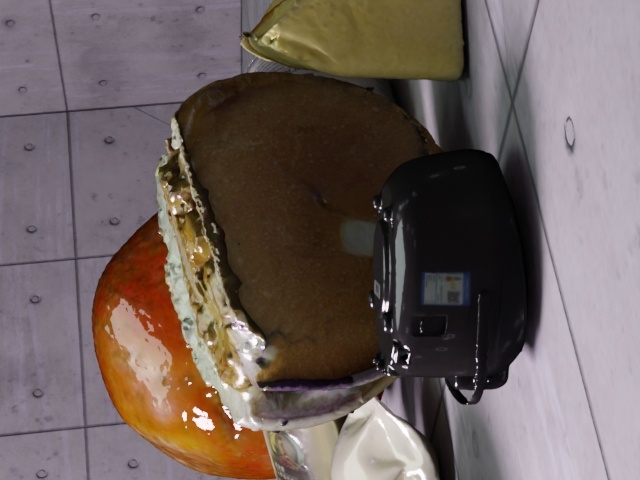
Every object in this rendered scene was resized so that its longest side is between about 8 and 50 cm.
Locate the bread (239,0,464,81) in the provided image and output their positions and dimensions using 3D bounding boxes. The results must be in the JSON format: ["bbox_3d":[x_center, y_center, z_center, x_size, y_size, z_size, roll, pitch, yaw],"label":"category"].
[{"bbox_3d":[0.022,-0.277,1.422,0.263,0.198,0.236,-135,48,-78],"label":"bread"}]

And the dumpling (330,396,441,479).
[{"bbox_3d":[0.084,0.270,1.642,0.166,0.126,0.215,20,101,61],"label":"dumpling"}]

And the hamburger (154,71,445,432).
[{"bbox_3d":[0.000,0.000,1.384,0.195,0.277,0.318,108,148,-67],"label":"hamburger"}]

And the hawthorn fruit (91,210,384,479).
[{"bbox_3d":[-0.082,0.139,1.947,0.403,0.403,0.403,175,90,-84],"label":"hawthorn fruit"}]

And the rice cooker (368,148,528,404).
[{"bbox_3d":[0.102,0.028,1.201,0.142,0.118,0.203,-130,39,-79],"label":"rice cooker"}]

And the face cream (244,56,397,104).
[{"bbox_3d":[0.003,-0.126,1.699,0.153,0.177,0.177,-101,9,-45],"label":"face cream"}]

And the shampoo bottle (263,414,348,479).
[{"bbox_3d":[-0.024,0.169,1.713,0.084,0.125,0.350,-41,-51,-41],"label":"shampoo bottle"}]
